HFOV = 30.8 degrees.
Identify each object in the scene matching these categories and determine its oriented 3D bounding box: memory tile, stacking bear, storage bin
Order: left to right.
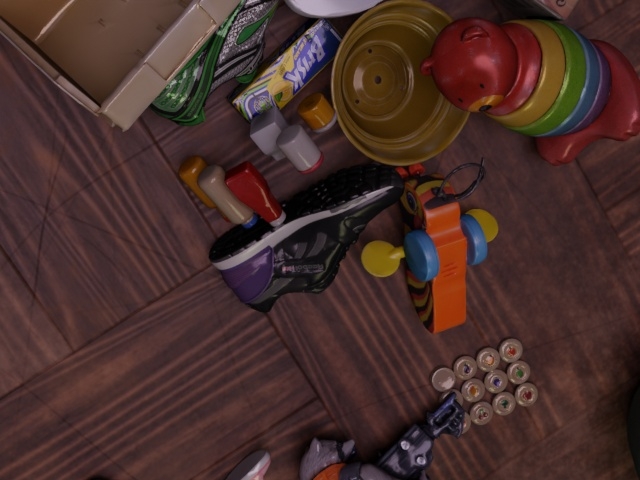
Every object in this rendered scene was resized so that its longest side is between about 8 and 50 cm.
[{"bbox_3d":[-0.247,-0.303,1.395,0.262,0.260,0.123,-49,143,-1],"label":"storage bin"},{"bbox_3d":[0.241,0.214,1.710,0.148,0.012,0.113,-22,103,-6],"label":"memory tile"},{"bbox_3d":[0.261,-0.212,1.509,0.289,0.175,0.164,7,70,-41],"label":"stacking bear"}]

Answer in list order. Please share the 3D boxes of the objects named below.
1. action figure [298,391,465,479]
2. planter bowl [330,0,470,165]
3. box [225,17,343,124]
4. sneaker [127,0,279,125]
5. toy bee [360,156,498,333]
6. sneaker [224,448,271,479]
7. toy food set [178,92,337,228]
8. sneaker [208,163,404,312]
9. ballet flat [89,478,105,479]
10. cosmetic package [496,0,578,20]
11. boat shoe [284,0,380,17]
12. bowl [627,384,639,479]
[{"bbox_3d":[0.115,0.372,1.608,0.330,0.178,0.341,36,89,14],"label":"action figure"},{"bbox_3d":[0.094,-0.213,1.559,0.217,0.090,0.217,-5,102,-24],"label":"planter bowl"},{"bbox_3d":[-0.046,-0.226,1.554,0.169,0.059,0.054,-44,109,-1],"label":"box"},{"bbox_3d":[-0.115,-0.299,1.511,0.343,0.134,0.146,-48,130,-4],"label":"sneaker"},{"bbox_3d":[0.160,-0.027,1.586,0.195,0.162,0.298,0,129,-32],"label":"toy bee"},{"bbox_3d":[-0.103,0.361,1.650,0.070,0.051,0.134,41,93,-16],"label":"sneaker"},{"bbox_3d":[-0.066,-0.088,1.507,0.232,0.111,0.104,-27,125,20],"label":"toy food set"},{"bbox_3d":[0.000,0.000,1.571,0.283,0.107,0.124,-26,114,16],"label":"sneaker"},{"bbox_3d":[-0.259,0.387,1.623,0.173,0.049,0.057,29,94,-14],"label":"ballet flat"},{"bbox_3d":[0.327,-0.450,1.543,0.129,0.153,0.296,30,94,-16],"label":"cosmetic package"},{"bbox_3d":[0.072,-0.368,1.514,0.301,0.102,0.108,-33,97,-18],"label":"boat shoe"},{"bbox_3d":[0.580,0.280,1.710,0.311,0.163,0.312,-2,100,-10],"label":"bowl"}]
